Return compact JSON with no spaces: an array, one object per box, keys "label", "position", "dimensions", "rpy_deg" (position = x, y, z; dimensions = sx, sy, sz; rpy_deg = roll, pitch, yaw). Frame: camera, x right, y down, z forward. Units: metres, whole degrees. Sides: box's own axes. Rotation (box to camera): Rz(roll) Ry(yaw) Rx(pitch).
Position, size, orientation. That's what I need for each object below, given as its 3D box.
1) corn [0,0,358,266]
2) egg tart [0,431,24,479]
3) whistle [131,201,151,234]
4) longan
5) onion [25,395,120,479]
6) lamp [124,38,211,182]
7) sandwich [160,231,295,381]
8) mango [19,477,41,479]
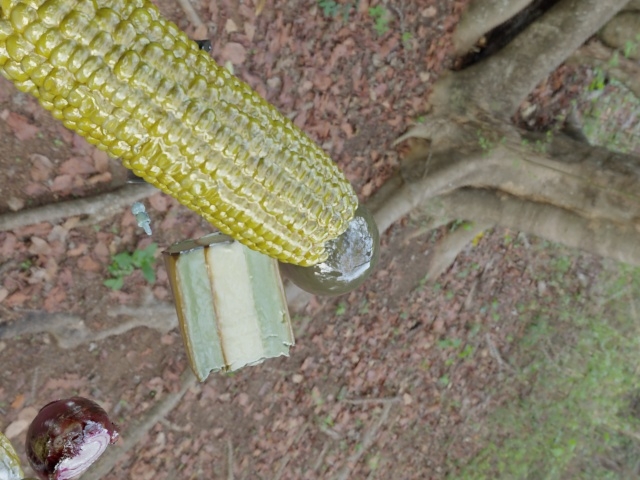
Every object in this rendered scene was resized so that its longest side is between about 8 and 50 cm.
[{"label":"corn","position":[-0.077,-0.067,0.356],"dimensions":[0.238,0.080,0.080],"rpy_deg":[35,80,-20]},{"label":"egg tart","position":[-0.721,0.435,1.087],"dimensions":[0.178,0.442,0.444],"rpy_deg":[-94,-174,-57]},{"label":"whistle","position":[-0.457,-0.058,1.697],"dimensions":[0.035,0.100,0.035],"rpy_deg":[-26,164,-8]},{"label":"longan","position":[0.000,0.000,1.301],"dimensions":[0.246,0.245,0.215],"rpy_deg":[23,77,-59]},{"label":"onion","position":[-0.481,0.375,1.302],"dimensions":[0.173,0.135,0.198],"rpy_deg":[-45,165,11]},{"label":"lamp","position":[-0.222,-0.199,0.990],"dimensions":[0.172,0.146,0.228],"rpy_deg":[-33,124,-80]},{"label":"sandwich","position":[-0.139,0.092,0.983],"dimensions":[0.155,0.227,0.199],"rpy_deg":[-13,96,-12]},{"label":"mango","position":[-0.262,0.351,0.739],"dimensions":[0.129,0.289,0.146],"rpy_deg":[-12,94,-58]}]
